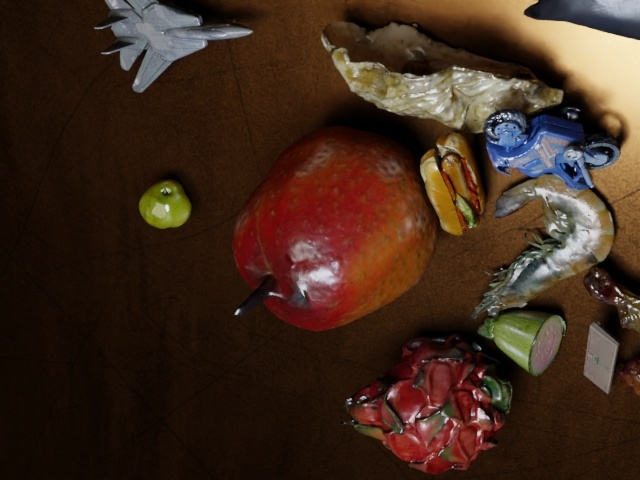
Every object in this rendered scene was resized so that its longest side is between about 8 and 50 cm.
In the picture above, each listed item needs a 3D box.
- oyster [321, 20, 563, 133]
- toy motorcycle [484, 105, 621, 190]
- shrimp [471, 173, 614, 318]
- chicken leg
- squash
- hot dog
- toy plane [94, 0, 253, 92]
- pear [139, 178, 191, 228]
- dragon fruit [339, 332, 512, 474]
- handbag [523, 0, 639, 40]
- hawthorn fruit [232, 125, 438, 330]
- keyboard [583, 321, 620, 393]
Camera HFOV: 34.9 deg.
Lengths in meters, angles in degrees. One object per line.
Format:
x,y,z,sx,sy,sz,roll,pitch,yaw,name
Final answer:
0.156,-0.220,1.409,0.341,0.166,0.110,14,120,1,oyster
0.303,-0.123,1.378,0.205,0.076,0.114,13,146,-18,toy motorcycle
0.302,0.011,1.533,0.169,0.058,0.296,49,127,-2,shrimp
0.500,0.169,1.505,0.177,0.083,0.323,7,133,43,chicken leg
0.305,0.143,1.610,0.132,0.105,0.105,23,132,38,squash
0.199,-0.072,1.461,0.062,0.092,0.236,32,171,29,hot dog
-0.217,-0.332,1.583,0.267,0.088,0.212,1,123,20,toy plane
-0.277,-0.065,1.797,0.092,0.092,0.097,20,130,17,pear
0.169,0.265,1.677,0.293,0.234,0.234,2,122,24,dragon fruit
0.378,-0.339,1.222,0.254,0.089,0.211,20,131,23,handbag
0.000,0.000,1.505,0.284,0.369,0.285,34,145,29,hawthorn fruit
0.428,0.178,1.551,0.055,0.017,0.166,40,161,30,keyboard
